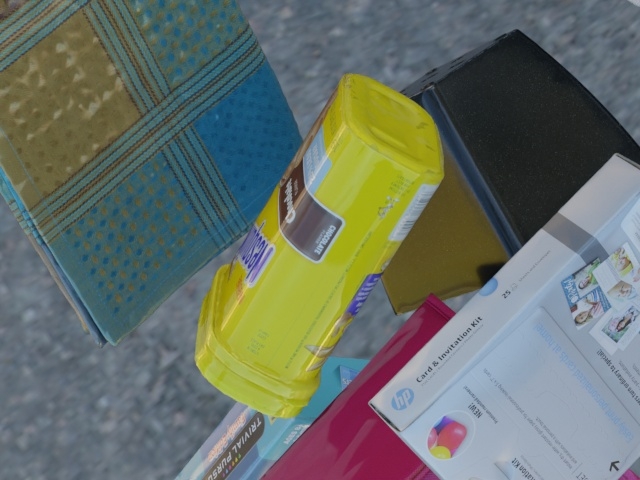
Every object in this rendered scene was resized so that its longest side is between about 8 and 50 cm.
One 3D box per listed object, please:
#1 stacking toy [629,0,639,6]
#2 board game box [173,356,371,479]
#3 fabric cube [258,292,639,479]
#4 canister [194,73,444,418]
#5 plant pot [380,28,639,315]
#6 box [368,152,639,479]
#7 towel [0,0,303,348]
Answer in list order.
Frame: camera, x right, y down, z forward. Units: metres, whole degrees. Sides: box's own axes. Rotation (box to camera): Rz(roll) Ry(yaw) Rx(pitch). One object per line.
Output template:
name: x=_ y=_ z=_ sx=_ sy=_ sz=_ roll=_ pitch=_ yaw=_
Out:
stacking toy: x=0.479 y=-0.211 z=1.638 sx=0.480 sy=0.350 sz=0.351 roll=24 pitch=113 yaw=11
board game box: x=0.054 y=0.223 z=1.807 sx=0.254 sy=0.336 sz=0.079 roll=-53 pitch=42 yaw=43
fabric cube: x=0.112 y=0.236 z=1.358 sx=0.259 sy=0.254 sz=0.258 roll=43 pitch=91 yaw=-15
canister: x=0.000 y=0.000 z=1.026 sx=0.073 sy=0.126 sz=0.170 roll=27 pitch=111 yaw=-11
plant pot: x=0.133 y=-0.067 z=1.509 sx=0.188 sy=0.187 sz=0.167 roll=-20 pitch=102 yaw=54
box: x=0.135 y=0.067 z=0.955 sx=0.186 sy=0.038 sz=0.145 roll=-46 pitch=127 yaw=-4
towel: x=-0.169 y=-0.124 z=1.522 sx=0.040 sy=0.271 sz=0.370 roll=25 pitch=149 yaw=50
